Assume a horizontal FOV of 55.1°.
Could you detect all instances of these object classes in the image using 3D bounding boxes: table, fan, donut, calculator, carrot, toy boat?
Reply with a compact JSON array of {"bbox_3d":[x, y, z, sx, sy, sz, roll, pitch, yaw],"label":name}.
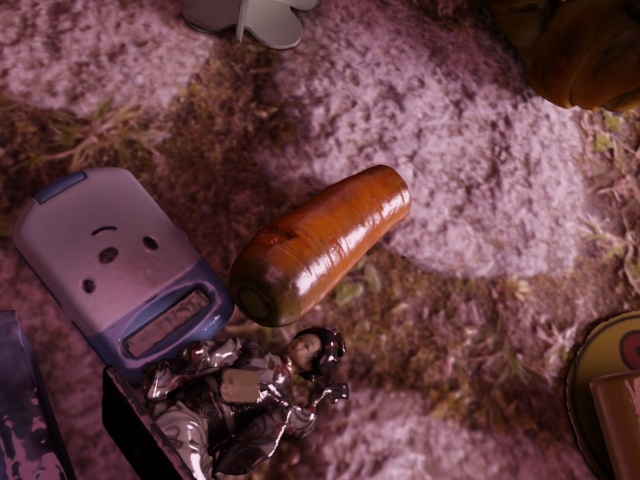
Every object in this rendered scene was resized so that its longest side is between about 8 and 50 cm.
[{"bbox_3d":[-0.065,-0.318,0.618,0.167,0.198,0.166,4,66,-10],"label":"table"},{"bbox_3d":[0.370,0.146,0.609,0.230,0.011,0.335,39,66,7],"label":"fan"},{"bbox_3d":[0.313,-0.298,0.611,0.170,0.360,0.360,-21,72,-22],"label":"donut"},{"bbox_3d":[-0.168,0.028,0.531,0.121,0.039,0.210,-37,79,-22],"label":"calculator"},{"bbox_3d":[0.000,0.000,0.558,0.087,0.087,0.193,43,54,8],"label":"carrot"},{"bbox_3d":[-0.200,0.182,0.407,0.078,0.127,0.282,-19,70,-26],"label":"toy boat"}]

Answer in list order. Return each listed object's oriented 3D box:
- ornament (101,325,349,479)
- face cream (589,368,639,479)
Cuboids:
[{"bbox_3d":[-0.045,0.119,0.469,0.196,0.153,0.166,-34,77,-33],"label":"ornament"},{"bbox_3d":[0.330,0.249,0.514,0.140,0.067,0.284,-5,69,-10],"label":"face cream"}]
